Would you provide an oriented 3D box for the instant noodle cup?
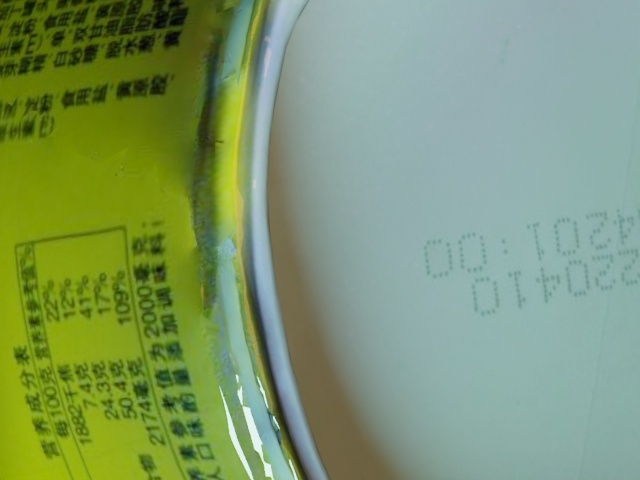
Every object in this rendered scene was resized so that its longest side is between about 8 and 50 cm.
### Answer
[{"bbox_3d":[0.000,0.000,0.520,0.326,0.254,0.325,3,84,-37],"label":"instant noodle cup"}]
